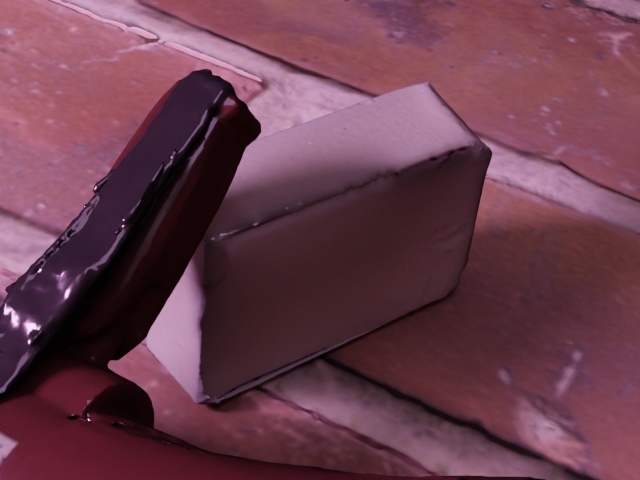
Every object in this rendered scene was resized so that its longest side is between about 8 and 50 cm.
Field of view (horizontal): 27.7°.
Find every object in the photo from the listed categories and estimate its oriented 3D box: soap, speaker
[{"bbox_3d":[0.000,0.000,0.682,0.183,0.121,0.064,-22,49,-30],"label":"soap"},{"bbox_3d":[-0.072,0.079,0.498,0.329,0.259,0.198,28,16,25],"label":"speaker"}]
